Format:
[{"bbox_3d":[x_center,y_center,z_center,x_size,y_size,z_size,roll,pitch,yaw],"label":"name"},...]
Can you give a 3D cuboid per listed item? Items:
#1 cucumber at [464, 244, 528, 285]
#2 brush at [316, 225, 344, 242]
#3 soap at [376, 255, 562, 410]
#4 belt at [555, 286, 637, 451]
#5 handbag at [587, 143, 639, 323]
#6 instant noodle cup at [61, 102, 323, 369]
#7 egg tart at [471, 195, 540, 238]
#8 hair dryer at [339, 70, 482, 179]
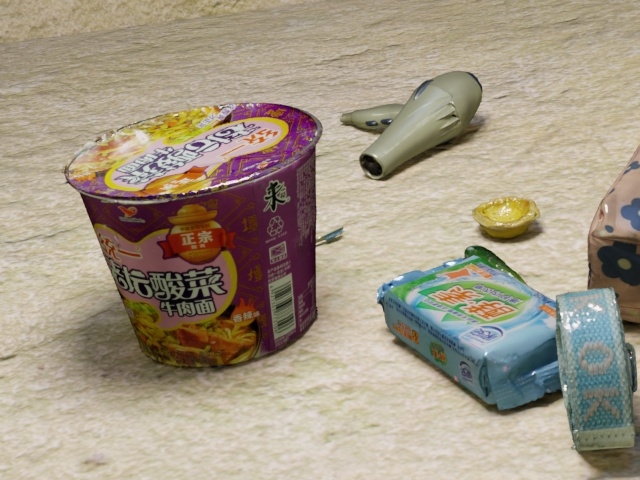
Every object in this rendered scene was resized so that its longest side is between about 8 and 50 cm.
[{"bbox_3d":[0.234,0.036,1.643,0.039,0.039,0.168,-17,27,-17],"label":"cucumber"},{"bbox_3d":[0.000,0.000,1.826,0.084,0.016,0.013,-23,67,-21],"label":"brush"},{"bbox_3d":[0.194,0.102,1.462,0.156,0.077,0.293,-19,26,-22],"label":"soap"},{"bbox_3d":[0.294,0.133,1.278,0.082,0.163,0.148,-5,-3,11],"label":"belt"},{"bbox_3d":[0.457,-0.006,1.493,0.193,0.190,0.251,13,39,28],"label":"handbag"},{"bbox_3d":[-0.147,-0.007,1.590,0.340,0.265,0.340,-7,25,3],"label":"instant noodle cup"},{"bbox_3d":[0.273,-0.031,1.775,0.105,0.039,0.105,-7,24,3],"label":"egg tart"},{"bbox_3d":[0.122,-0.190,2.144,0.298,0.119,0.296,-13,23,31],"label":"hair dryer"}]
